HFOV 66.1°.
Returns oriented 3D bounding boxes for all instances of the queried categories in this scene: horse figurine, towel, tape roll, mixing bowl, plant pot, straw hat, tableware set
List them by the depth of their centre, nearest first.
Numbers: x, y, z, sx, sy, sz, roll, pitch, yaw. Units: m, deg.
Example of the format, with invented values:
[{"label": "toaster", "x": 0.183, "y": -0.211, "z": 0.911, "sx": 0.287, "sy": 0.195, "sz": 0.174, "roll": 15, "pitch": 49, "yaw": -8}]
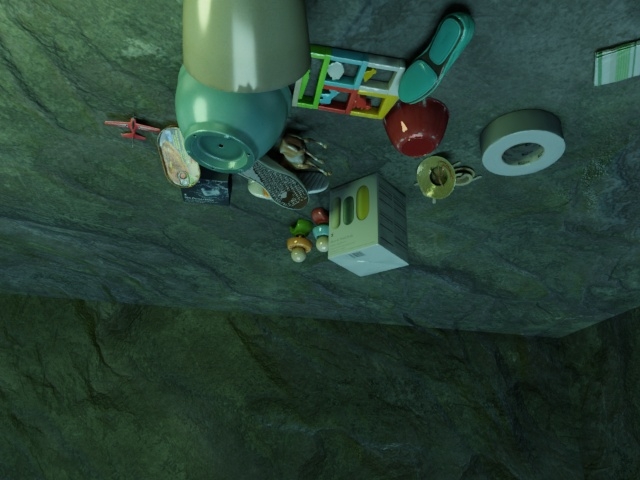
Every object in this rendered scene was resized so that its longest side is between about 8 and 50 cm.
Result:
[{"label": "plant pot", "x": -0.137, "y": -0.456, "z": 0.888, "sx": 0.256, "sy": 0.257, "sz": 0.274, "roll": 3, "pitch": 139, "yaw": -2}, {"label": "towel", "x": 0.713, "y": -0.416, "z": 1.131, "sx": 0.151, "sy": 0.023, "sz": 0.113, "roll": -12, "pitch": 154, "yaw": 23}, {"label": "plant pot", "x": -0.231, "y": -0.292, "z": 1.223, "sx": 0.292, "sy": 0.197, "sz": 0.293, "roll": 8, "pitch": 154, "yaw": 4}, {"label": "mixing bowl", "x": 0.260, "y": -0.291, "z": 1.336, "sx": 0.181, "sy": 0.098, "sz": 0.181, "roll": 2, "pitch": 156, "yaw": 1}, {"label": "tape roll", "x": 0.565, "y": -0.270, "z": 1.386, "sx": 0.219, "sy": 0.073, "sz": 0.219, "roll": 1, "pitch": 155, "yaw": 1}, {"label": "horse figurine", "x": -0.060, "y": -0.252, "z": 1.456, "sx": 0.174, "sy": 0.066, "sz": 0.263, "roll": 20, "pitch": 166, "yaw": 12}, {"label": "straw hat", "x": 0.378, "y": -0.205, "z": 1.541, "sx": 0.061, "sy": 0.145, "sz": 0.144, "roll": -30, "pitch": 177, "yaw": -38}, {"label": "tableware set", "x": 0.417, "y": -0.182, "z": 1.620, "sx": 0.128, "sy": 0.039, "sz": 0.194, "roll": 21, "pitch": 148, "yaw": -35}]

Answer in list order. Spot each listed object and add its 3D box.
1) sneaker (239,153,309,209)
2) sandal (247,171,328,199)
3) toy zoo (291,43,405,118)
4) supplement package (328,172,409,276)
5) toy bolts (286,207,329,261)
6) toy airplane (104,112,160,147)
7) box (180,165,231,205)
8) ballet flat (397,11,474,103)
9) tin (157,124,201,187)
[{"label": "sneaker", "x": -0.149, "y": -0.209, "z": 1.511, "sx": 0.106, "sy": 0.123, "sz": 0.290, "roll": -42, "pitch": 123, "yaw": 19}, {"label": "sandal", "x": -0.105, "y": -0.167, "z": 1.621, "sx": 0.264, "sy": 0.102, "sz": 0.076, "roll": 0, "pitch": 152, "yaw": 1}, {"label": "toy zoo", "x": 0.084, "y": -0.386, "z": 1.224, "sx": 0.292, "sy": 0.030, "sz": 0.192, "roll": 7, "pitch": 154, "yaw": -9}, {"label": "supplement package", "x": 0.161, "y": -0.047, "z": 1.663, "sx": 0.199, "sy": 0.263, "sz": 0.198, "roll": -17, "pitch": 148, "yaw": 35}, {"label": "toy bolts", "x": 0.000, "y": 0.000, "z": 1.899, "sx": 0.218, "sy": 0.159, "sz": 0.228, "roll": 15, "pitch": 152, "yaw": -25}, {"label": "toy airplane", "x": -0.536, "y": -0.319, "z": 1.417, "sx": 0.151, "sy": 0.028, "sz": 0.151, "roll": -3, "pitch": 157, "yaw": -1}, {"label": "box", "x": -0.370, "y": -0.194, "z": 1.598, "sx": 0.155, "sy": 0.093, "sz": 0.158, "roll": 5, "pitch": 153, "yaw": -6}, {"label": "ballet flat", "x": 0.266, "y": -0.404, "z": 1.108, "sx": 0.087, "sy": 0.083, "sz": 0.247, "roll": -29, "pitch": 167, "yaw": -32}, {"label": "tin", "x": -0.413, "y": -0.248, "z": 1.449, "sx": 0.106, "sy": 0.040, "sz": 0.190, "roll": -2, "pitch": 122, "yaw": 3}]
